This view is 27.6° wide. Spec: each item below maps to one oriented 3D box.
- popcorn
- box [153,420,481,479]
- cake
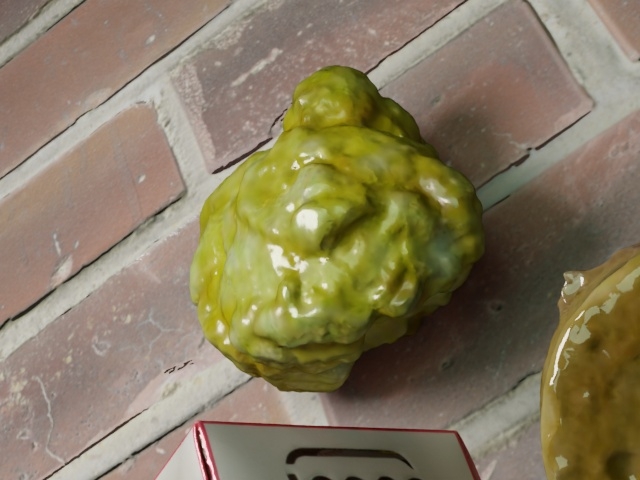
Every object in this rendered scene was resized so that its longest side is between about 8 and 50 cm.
[{"bbox_3d":[-0.003,0.000,1.430,0.334,0.293,0.292,-44,82,8],"label":"popcorn"},{"bbox_3d":[-0.012,0.368,1.178,0.312,0.314,0.300,-54,42,37],"label":"box"},{"bbox_3d":[0.353,0.140,1.145,0.333,0.321,0.332,0,91,13],"label":"cake"}]
